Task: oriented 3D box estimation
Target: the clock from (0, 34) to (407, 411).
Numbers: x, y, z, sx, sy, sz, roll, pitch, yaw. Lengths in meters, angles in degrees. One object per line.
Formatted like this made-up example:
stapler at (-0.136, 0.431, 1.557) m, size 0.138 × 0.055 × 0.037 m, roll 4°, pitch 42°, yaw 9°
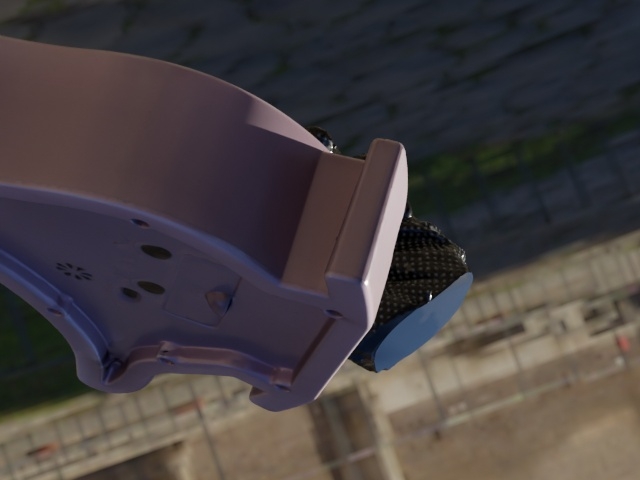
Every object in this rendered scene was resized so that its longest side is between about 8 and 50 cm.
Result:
clock at (-0.109, -0.003, 0.910) m, size 0.275 × 0.080 × 0.290 m, roll 19°, pitch 157°, yaw -1°

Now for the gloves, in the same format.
gloves at (0.002, 0.000, 1.208) m, size 0.129 × 0.180 × 0.106 m, roll -45°, pitch 160°, yaw -5°
